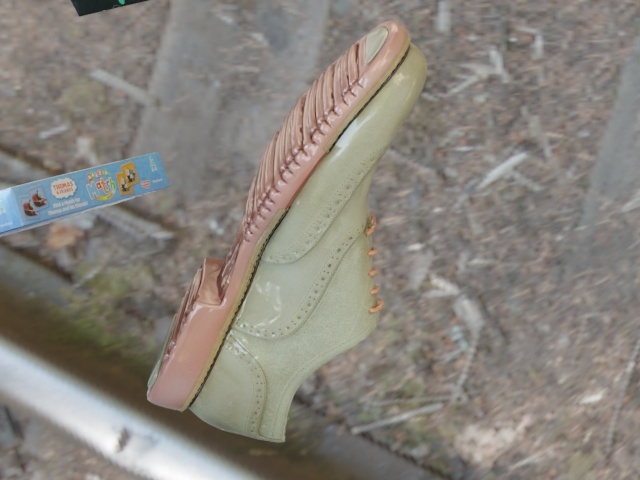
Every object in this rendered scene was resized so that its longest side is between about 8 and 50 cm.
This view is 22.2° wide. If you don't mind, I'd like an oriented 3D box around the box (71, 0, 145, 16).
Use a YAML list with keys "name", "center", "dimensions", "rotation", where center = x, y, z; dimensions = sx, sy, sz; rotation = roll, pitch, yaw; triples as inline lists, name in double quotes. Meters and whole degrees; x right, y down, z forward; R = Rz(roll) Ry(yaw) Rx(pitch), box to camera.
- name: "box"
  center: [-0.126, -0.191, 1.080]
  dimensions: [0.083, 0.062, 0.052]
  rotation: [-8, 122, 33]

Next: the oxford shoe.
- name: "oxford shoe"
  center: [0.000, 0.000, 1.358]
  dimensions: [0.146, 0.140, 0.397]
  rotation: [27, 118, -9]

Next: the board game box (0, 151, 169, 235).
- name: "board game box"
  center: [-0.257, -0.029, 1.427]
  dimensions: [0.160, 0.211, 0.039]
  rotation: [-14, 94, 30]
